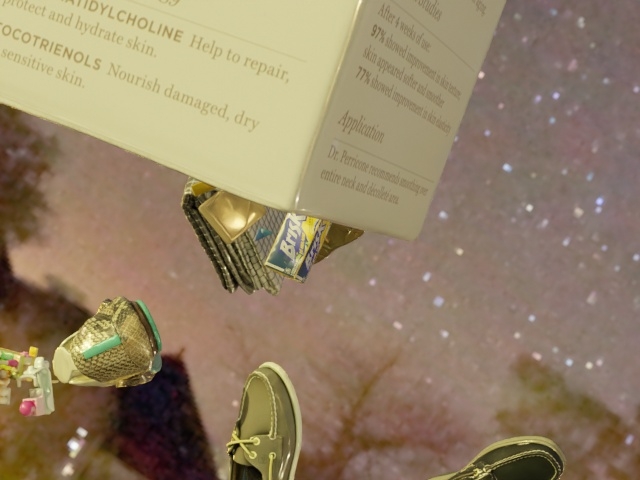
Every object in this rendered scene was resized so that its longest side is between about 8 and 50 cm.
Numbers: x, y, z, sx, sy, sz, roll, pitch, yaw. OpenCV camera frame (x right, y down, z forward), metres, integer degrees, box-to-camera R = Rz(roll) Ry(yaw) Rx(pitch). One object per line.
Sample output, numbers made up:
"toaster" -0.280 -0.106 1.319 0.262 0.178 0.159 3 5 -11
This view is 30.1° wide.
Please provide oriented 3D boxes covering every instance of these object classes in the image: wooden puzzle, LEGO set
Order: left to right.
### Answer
"LEGO set" -0.501 0.197 1.631 0.287 0.132 0.107 -15 -14 26
"wooden puzzle" -0.121 -0.043 1.635 0.116 0.078 0.014 59 -7 -12

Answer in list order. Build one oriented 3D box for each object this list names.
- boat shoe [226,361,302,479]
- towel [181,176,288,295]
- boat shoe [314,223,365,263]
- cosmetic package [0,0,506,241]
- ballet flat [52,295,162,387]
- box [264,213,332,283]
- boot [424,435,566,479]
"boat shoe" -0.098 0.348 1.904 0.091 0.305 0.109 -10 17 -44
"towel" -0.150 -0.060 2.274 0.121 0.235 0.284 -9 -52 22
"boat shoe" 0.000 -0.001 2.084 0.064 0.178 0.060 64 7 -3
"cosmetic package" -0.035 -0.242 1.033 0.327 0.394 0.329 22 3 22
"ballet flat" -0.370 0.186 2.040 0.164 0.182 0.483 65 -10 3
"box" -0.020 -0.024 1.775 0.054 0.169 0.059 22 -5 18
"boot" 0.180 0.337 1.410 0.236 0.178 0.085 -31 -75 29
